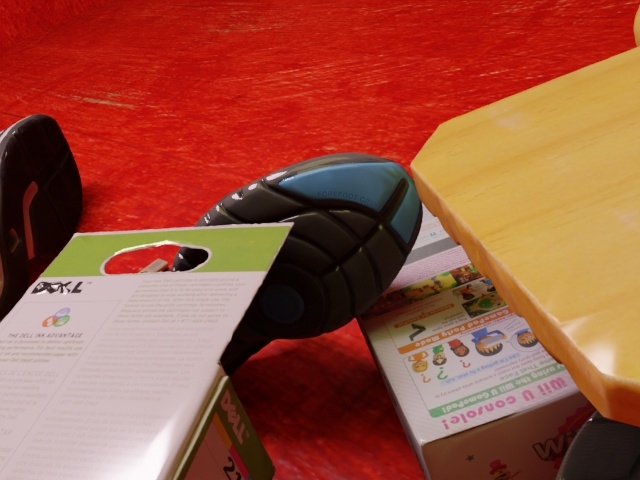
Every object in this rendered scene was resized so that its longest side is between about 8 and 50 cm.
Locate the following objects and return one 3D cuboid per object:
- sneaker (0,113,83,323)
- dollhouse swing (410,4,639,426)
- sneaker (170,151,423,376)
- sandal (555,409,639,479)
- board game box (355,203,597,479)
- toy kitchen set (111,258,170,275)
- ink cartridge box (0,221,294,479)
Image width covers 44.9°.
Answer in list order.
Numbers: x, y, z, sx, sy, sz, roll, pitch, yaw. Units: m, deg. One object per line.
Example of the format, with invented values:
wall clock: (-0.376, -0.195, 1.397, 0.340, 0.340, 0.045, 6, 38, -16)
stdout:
sneaker: (-0.470, -0.008, 0.944, 0.258, 0.169, 0.447, -10, 34, 9)
dollhouse swing: (0.279, 0.027, 0.442, 0.305, 0.315, 0.347, -35, 31, 4)
sneaker: (-0.058, 0.028, 0.622, 0.341, 0.125, 0.139, -35, 10, 30)
sandal: (0.161, 0.191, 0.395, 0.120, 0.086, 0.302, 21, 63, 39)
board game box: (0.142, 0.050, 0.608, 0.224, 0.097, 0.303, -20, 30, -2)
toy kitchen set: (-0.174, 0.047, 0.802, 0.083, 0.068, 0.075, 16, 44, 43)
ink cartridge box: (-0.121, 0.103, 0.467, 0.189, 0.097, 0.255, -3, 37, 23)
